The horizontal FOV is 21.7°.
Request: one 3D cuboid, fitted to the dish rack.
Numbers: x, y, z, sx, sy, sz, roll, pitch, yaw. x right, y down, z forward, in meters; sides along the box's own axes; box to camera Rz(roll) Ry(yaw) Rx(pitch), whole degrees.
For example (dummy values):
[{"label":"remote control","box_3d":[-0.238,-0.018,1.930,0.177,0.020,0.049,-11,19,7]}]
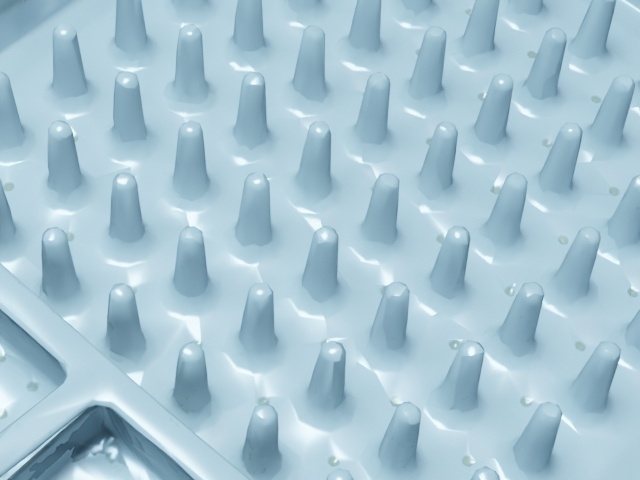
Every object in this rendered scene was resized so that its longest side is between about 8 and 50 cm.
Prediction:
[{"label":"dish rack","box_3d":[0.000,0.000,0.452,0.285,0.072,0.333,38,61,20]}]
